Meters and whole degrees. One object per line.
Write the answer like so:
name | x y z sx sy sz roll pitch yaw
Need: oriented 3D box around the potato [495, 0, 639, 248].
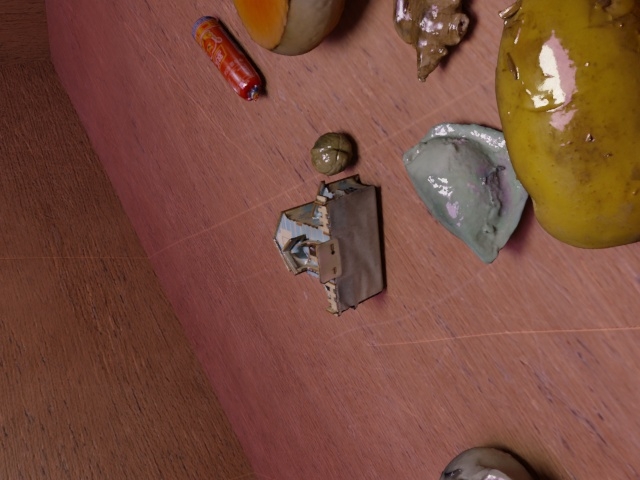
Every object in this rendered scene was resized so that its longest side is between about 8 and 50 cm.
potato | 0.284 -0.138 0.536 0.173 0.140 0.300 -6 108 49

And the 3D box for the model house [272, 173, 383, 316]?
model house | 0.000 0.000 1.000 0.206 0.178 0.271 23 128 50

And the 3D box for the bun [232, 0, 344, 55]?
bun | -0.044 -0.469 0.808 0.299 0.165 0.298 45 147 42

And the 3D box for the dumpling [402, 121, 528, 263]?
dumpling | 0.213 -0.076 0.703 0.216 0.105 0.149 62 146 13

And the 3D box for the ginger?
ginger | 0.165 -0.342 0.675 0.133 0.059 0.214 61 146 28

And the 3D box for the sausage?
sausage | -0.213 -0.423 1.166 0.274 0.074 0.074 54 144 21

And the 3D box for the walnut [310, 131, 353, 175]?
walnut | 0.021 -0.168 0.956 0.092 0.092 0.092 32 132 44

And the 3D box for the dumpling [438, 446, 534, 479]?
dumpling | 0.311 0.462 0.843 0.227 0.243 0.175 36 97 16
